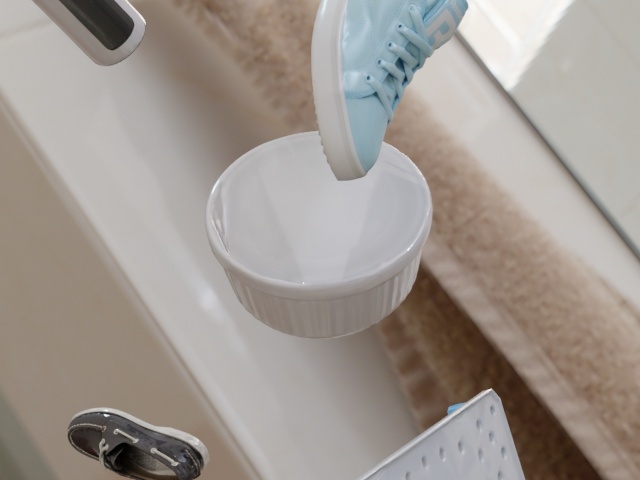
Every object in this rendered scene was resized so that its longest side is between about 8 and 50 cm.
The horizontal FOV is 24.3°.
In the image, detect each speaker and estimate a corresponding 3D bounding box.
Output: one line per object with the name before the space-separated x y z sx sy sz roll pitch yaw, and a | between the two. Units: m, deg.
speaker | -0.197 -0.197 1.157 0.055 0.055 0.136 -37 -45 6

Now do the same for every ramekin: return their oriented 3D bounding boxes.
ramekin | 0.000 0.000 1.815 0.273 0.273 0.127 -29 -39 -21

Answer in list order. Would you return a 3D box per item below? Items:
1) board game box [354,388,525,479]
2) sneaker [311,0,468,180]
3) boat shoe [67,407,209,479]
board game box | 0.121 0.361 1.285 0.050 0.390 0.390 -16 1 27
sneaker | 0.084 -0.239 1.667 0.150 0.366 0.135 0 -22 21
boat shoe | -0.146 0.162 1.138 0.038 0.125 0.046 -48 -37 -48
